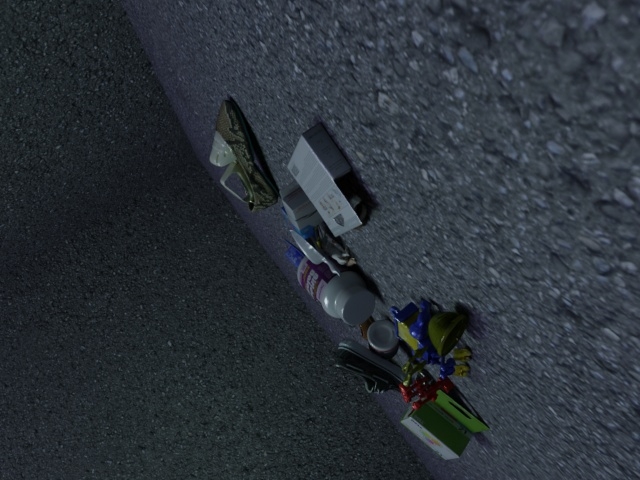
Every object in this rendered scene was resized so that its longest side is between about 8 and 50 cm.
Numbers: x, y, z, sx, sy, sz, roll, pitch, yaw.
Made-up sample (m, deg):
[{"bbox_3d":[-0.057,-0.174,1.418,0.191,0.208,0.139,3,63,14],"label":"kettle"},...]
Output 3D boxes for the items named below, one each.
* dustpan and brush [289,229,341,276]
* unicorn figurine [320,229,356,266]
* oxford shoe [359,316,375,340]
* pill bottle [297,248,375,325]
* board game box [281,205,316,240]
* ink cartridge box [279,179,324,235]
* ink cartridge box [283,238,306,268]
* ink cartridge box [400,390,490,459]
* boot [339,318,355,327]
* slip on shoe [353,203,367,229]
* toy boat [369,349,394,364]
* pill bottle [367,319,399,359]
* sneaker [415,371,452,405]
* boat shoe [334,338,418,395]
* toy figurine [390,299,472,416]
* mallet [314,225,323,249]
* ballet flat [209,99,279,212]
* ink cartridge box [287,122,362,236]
[{"bbox_3d":[-0.004,0.046,1.470,0.211,0.060,0.147,59,-168,30],"label":"dustpan and brush"},{"bbox_3d":[0.045,0.031,1.493,0.162,0.060,0.111,53,169,9],"label":"unicorn figurine"},{"bbox_3d":[0.204,0.373,1.783,0.212,0.076,0.076,52,167,5],"label":"oxford shoe"},{"bbox_3d":[0.053,0.158,1.549,0.301,0.169,0.169,38,160,55],"label":"pill bottle"},{"bbox_3d":[-0.077,-0.037,1.819,0.160,0.047,0.210,48,167,25],"label":"board game box"},{"bbox_3d":[-0.050,-0.104,1.382,0.060,0.104,0.180,48,167,31],"label":"ink cartridge box"},{"bbox_3d":[-0.025,0.123,1.819,0.311,0.065,0.185,44,177,-38],"label":"ink cartridge box"},{"bbox_3d":[0.376,0.572,1.418,0.188,0.097,0.255,38,155,13],"label":"ink cartridge box"},{"bbox_3d":[0.075,0.295,2.039,0.229,0.091,0.263,41,-175,0],"label":"boot"},{"bbox_3d":[0.096,-0.052,1.114,0.041,0.052,0.135,16,162,-8],"label":"slip on shoe"},{"bbox_3d":[0.242,0.514,1.949,0.231,0.150,0.151,-161,68,-70],"label":"toy boat"},{"bbox_3d":[0.219,0.355,1.589,0.108,0.108,0.180,48,167,29],"label":"pill bottle"},{"bbox_3d":[0.371,0.516,1.543,0.170,0.068,0.071,55,174,-4],"label":"sneaker"},{"bbox_3d":[0.187,0.463,1.556,0.335,0.119,0.121,32,156,-7],"label":"boat shoe"},{"bbox_3d":[0.217,0.235,1.100,0.217,0.191,0.363,52,168,38],"label":"toy figurine"},{"bbox_3d":[0.000,0.000,1.671,0.039,0.062,0.190,45,150,35],"label":"mallet"},{"bbox_3d":[-0.307,-0.281,1.723,0.164,0.182,0.483,45,165,42],"label":"ballet flat"},{"bbox_3d":[0.020,-0.135,1.131,0.239,0.060,0.275,54,168,-2],"label":"ink cartridge box"}]
